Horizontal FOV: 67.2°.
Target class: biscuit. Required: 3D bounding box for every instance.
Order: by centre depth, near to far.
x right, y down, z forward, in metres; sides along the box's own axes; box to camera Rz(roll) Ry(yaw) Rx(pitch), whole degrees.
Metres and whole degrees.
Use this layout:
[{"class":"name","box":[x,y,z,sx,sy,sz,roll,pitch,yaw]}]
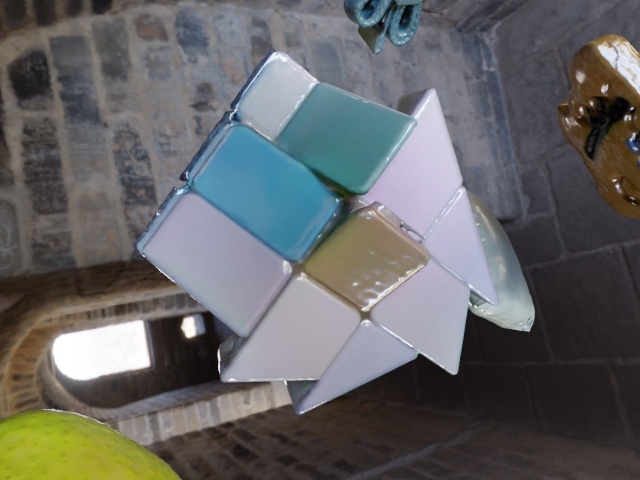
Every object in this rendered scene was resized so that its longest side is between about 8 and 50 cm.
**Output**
[{"class":"biscuit","box":[0.355,-0.073,0.482,0.278,0.043,0.301,47,-175,-37]}]

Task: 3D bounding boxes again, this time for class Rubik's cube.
[{"class":"Rubik's cube","box":[0.000,0.000,0.611,0.387,0.368,0.358,-54,17,2]}]

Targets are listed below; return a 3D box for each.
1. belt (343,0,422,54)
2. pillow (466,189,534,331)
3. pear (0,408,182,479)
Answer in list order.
[{"class":"belt","box":[0.095,-0.338,0.473,0.072,0.088,0.302,64,147,37]},{"class":"pillow","box":[0.219,0.008,0.699,0.078,0.144,0.253,-46,41,35]},{"class":"pear","box":[-0.257,0.331,0.387,0.391,0.392,0.390,24,117,60]}]
